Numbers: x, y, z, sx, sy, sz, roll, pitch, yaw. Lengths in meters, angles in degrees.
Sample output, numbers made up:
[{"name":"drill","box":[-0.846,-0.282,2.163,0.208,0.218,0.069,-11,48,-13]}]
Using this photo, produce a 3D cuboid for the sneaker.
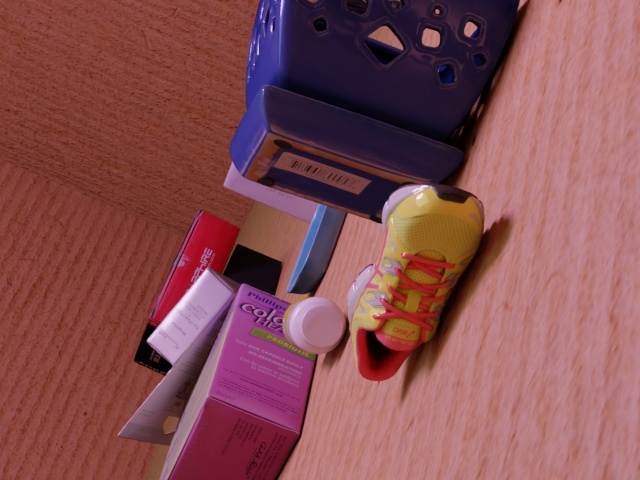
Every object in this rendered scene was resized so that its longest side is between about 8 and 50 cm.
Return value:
[{"name":"sneaker","box":[0.074,0.039,1.084,0.208,0.081,0.094,110,171,-50]}]

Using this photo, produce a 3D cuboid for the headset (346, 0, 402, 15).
[{"name":"headset","box":[0.131,-0.478,1.942,0.243,0.185,0.394,-74,-1,-54]}]

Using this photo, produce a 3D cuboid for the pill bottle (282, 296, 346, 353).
[{"name":"pill bottle","box":[-0.006,0.096,1.560,0.116,0.065,0.065,169,125,-82]}]

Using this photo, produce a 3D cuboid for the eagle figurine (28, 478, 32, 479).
[{"name":"eagle figurine","box":[-0.277,0.471,1.723,0.225,0.298,0.226,-53,-17,-26]}]

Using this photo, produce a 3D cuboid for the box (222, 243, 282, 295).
[{"name":"box","box":[-0.174,0.167,2.589,0.184,0.103,0.261,-83,17,-61]}]

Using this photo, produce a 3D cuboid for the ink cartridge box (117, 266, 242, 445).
[{"name":"ink cartridge box","box":[-0.162,0.168,1.879,0.239,0.060,0.275,-50,-21,1]}]

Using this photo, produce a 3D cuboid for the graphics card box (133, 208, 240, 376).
[{"name":"graphics card box","box":[-0.260,0.110,2.634,0.371,0.094,0.232,127,167,-68]}]

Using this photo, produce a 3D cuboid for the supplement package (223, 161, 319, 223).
[{"name":"supplement package","box":[-0.025,-0.191,2.260,0.293,0.177,0.175,-78,12,-57]}]

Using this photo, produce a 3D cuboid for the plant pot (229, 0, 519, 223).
[{"name":"plant pot","box":[0.037,-0.152,1.374,0.236,0.236,0.212,136,151,-73]}]

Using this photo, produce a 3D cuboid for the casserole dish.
[{"name":"casserole dish","box":[0.000,0.000,2.000,0.114,0.037,0.188,124,167,-58]}]

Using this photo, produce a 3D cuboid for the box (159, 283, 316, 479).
[{"name":"box","box":[-0.101,0.216,1.689,0.243,0.117,0.213,-79,13,-59]}]
